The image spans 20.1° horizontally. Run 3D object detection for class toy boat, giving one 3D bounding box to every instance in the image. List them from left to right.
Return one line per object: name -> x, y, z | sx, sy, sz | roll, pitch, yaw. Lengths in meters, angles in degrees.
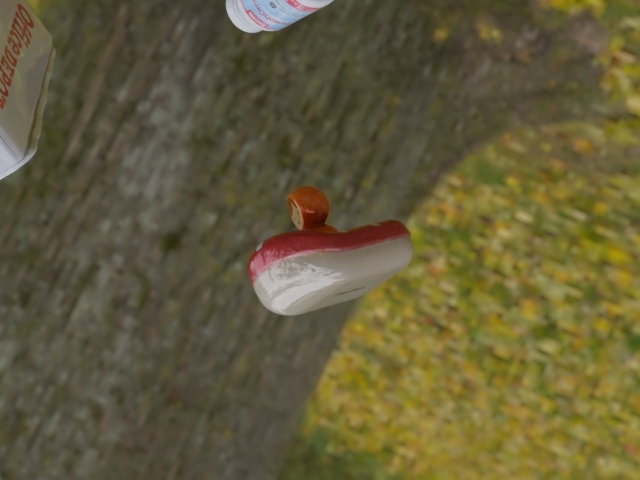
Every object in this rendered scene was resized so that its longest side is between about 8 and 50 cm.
toy boat -> 0.000, 0.000, 2.326 | 0.231, 0.151, 0.151 | -13, 163, -48

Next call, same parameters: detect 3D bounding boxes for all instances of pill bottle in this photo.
pill bottle -> -0.048, -0.305, 2.198 | 0.087, 0.087, 0.160 | 31, 154, -24

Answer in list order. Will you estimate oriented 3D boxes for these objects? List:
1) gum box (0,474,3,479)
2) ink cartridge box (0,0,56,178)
gum box -> -0.261, 0.191, 1.193 | 0.157, 0.041, 0.184 | 22, -158, -45
ink cartridge box -> -0.394, -0.225, 1.423 | 0.395, 0.166, 0.285 | 55, -167, -23
